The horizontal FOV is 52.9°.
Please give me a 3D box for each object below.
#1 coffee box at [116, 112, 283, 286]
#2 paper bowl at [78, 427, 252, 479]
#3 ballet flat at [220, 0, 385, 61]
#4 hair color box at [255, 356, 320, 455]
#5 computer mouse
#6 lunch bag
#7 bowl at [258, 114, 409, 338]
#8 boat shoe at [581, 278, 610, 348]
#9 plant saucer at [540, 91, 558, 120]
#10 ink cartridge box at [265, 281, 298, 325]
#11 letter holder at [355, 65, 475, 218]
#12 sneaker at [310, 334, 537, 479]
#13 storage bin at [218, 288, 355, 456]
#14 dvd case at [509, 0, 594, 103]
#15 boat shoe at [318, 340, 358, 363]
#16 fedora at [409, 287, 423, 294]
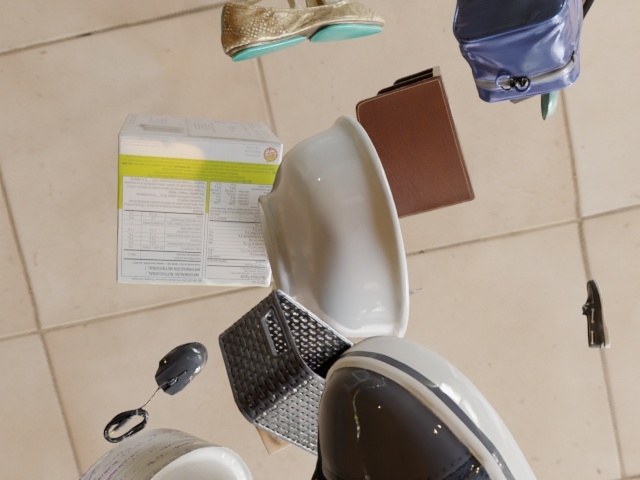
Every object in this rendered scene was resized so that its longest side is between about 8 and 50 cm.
[{"bbox_3d":[-0.289,-0.102,1.508,0.338,0.337,0.334,2,107,-12],"label":"coffee box"},{"bbox_3d":[-0.177,0.383,0.770,0.148,0.284,0.284,7,98,32],"label":"paper bowl"},{"bbox_3d":[-0.018,-0.251,0.717,0.206,0.073,0.067,-19,97,-30],"label":"ballet flat"},{"bbox_3d":[-0.033,0.444,1.832,0.339,0.110,0.185,-25,98,-2],"label":"hair color box"},{"bbox_3d":[-0.304,0.285,1.202,0.242,0.041,0.071,-47,112,-14],"label":"computer mouse"},{"bbox_3d":[0.123,-0.131,0.392,0.067,0.065,0.098,-4,59,31],"label":"lunch bag"},{"bbox_3d":[0.000,0.000,0.821,0.134,0.298,0.297,-13,96,-8],"label":"bowl"},{"bbox_3d":[0.491,0.132,1.159,0.038,0.046,0.125,-9,83,15],"label":"boat shoe"},{"bbox_3d":[0.496,-0.320,1.391,0.021,0.119,0.119,0,97,11],"label":"plant saucer"},{"bbox_3d":[-0.069,0.079,1.699,0.088,0.234,0.193,15,131,0],"label":"ink cartridge box"},{"bbox_3d":[0.222,-0.227,1.533,0.214,0.152,0.301,-15,110,16],"label":"letter holder"},{"bbox_3d":[0.054,0.214,0.322,0.127,0.126,0.321,-27,102,-39],"label":"sneaker"},{"bbox_3d":[-0.013,0.149,0.692,0.084,0.122,0.180,-39,131,10],"label":"storage bin"},{"bbox_3d":[0.565,-0.462,1.586,0.022,0.180,0.253,29,92,-4],"label":"dvd case"},{"bbox_3d":[0.084,0.296,1.581,0.228,0.069,0.081,-1,105,26],"label":"boat shoe"},{"bbox_3d":[0.094,0.066,1.417,0.244,0.275,0.124,-1,79,-9],"label":"fedora"}]
